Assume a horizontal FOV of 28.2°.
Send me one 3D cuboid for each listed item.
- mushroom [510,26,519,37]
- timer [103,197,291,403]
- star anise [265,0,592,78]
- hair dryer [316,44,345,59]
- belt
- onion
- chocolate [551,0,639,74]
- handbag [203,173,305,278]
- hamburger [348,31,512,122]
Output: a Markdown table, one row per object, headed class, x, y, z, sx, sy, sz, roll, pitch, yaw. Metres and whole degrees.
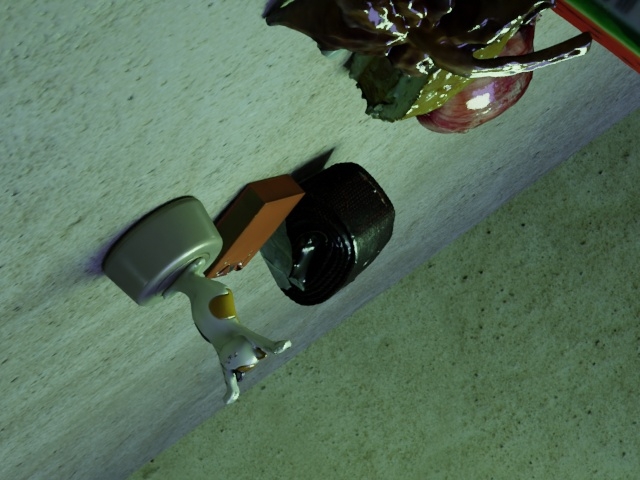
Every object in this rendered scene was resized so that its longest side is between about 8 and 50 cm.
| class | x | y | z | sx | sy | sz | roll | pitch | yaw |
| --- | --- | --- | --- | --- | --- | --- | --- | --- | --- |
| mushroom | 0.289 | -0.356 | 2.044 | 0.083 | 0.067 | 0.083 | -44 | 173 | -7 |
| timer | -0.166 | 0.091 | 1.837 | 0.175 | 0.266 | 0.175 | -37 | 167 | -10 |
| star anise | 0.117 | -0.249 | 1.459 | 0.349 | 0.109 | 0.292 | 15 | 171 | -37 |
| hair dryer | 0.024 | -0.281 | 1.597 | 0.199 | 0.067 | 0.167 | -11 | 157 | -44 |
| belt | 0.000 | 0.000 | 2.196 | 0.164 | 0.184 | 0.289 | -41 | 170 | -35 |
| onion | 0.293 | -0.279 | 2.168 | 0.283 | 0.120 | 0.227 | -39 | -177 | -13 |
| chocolate | 0.322 | -0.336 | 1.474 | 0.161 | 0.360 | 0.341 | -52 | 165 | 10 |
| handbag | -0.122 | -0.020 | 2.071 | 0.190 | 0.063 | 0.127 | -50 | 165 | 28 |
| hamburger | 0.176 | -0.291 | 1.799 | 0.211 | 0.132 | 0.309 | -27 | 161 | -37 |
